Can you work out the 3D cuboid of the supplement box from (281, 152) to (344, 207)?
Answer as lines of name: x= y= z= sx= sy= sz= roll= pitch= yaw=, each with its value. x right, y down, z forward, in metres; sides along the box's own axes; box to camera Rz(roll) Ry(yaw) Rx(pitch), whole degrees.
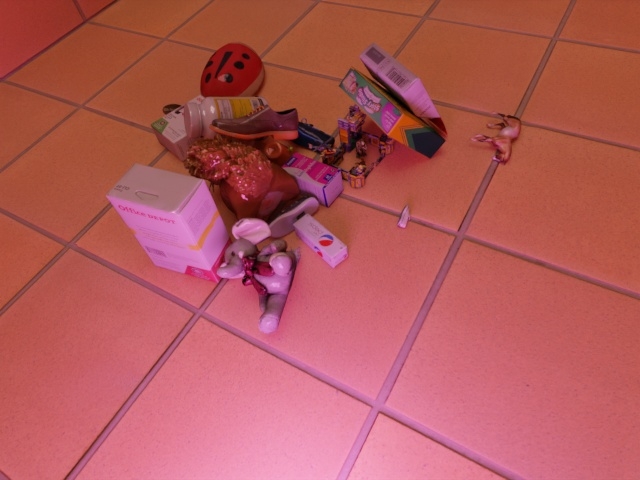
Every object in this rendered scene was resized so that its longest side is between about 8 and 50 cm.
supplement box: x=-0.034 y=-0.237 z=1.804 sx=0.220 sy=0.113 sz=0.111 roll=26 pitch=62 yaw=27

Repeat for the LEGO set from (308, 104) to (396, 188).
LEGO set: x=0.139 y=-0.386 z=1.838 sx=0.255 sy=0.192 sz=0.331 roll=35 pitch=66 yaw=29

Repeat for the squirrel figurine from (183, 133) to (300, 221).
squirrel figurine: x=-0.320 y=-0.259 z=1.678 sx=0.370 sy=0.397 sz=0.281 roll=40 pitch=79 yaw=19

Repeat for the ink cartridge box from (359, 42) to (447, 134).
ink cartridge box: x=0.339 y=-0.578 z=1.869 sx=0.091 sy=0.385 sz=0.308 roll=-42 pitch=54 yaw=9

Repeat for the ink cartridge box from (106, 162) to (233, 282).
ink cartridge box: x=-0.481 y=-0.051 z=1.560 sx=0.280 sy=0.384 sz=0.160 roll=14 pitch=57 yaw=18

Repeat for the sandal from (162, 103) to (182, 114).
sandal: x=-0.662 y=-0.615 z=2.228 sx=0.180 sy=0.049 sz=0.072 roll=-6 pitch=57 yaw=-14

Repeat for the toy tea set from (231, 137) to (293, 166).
toy tea set: x=-0.276 y=-0.329 z=1.934 sx=0.337 sy=0.124 sz=0.199 roll=15 pitch=87 yaw=15

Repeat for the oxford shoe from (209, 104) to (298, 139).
oxford shoe: x=-0.259 y=-0.477 z=1.843 sx=0.364 sy=0.132 sz=0.130 roll=-7 pitch=29 yaw=-28

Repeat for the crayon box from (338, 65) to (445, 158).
crayon box: x=0.281 y=-0.504 z=1.838 sx=0.106 sy=0.313 sz=0.362 roll=-51 pitch=52 yaw=21

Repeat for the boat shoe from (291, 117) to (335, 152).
boat shoe: x=-0.057 y=-0.452 z=1.991 sx=0.258 sy=0.109 sz=0.089 roll=33 pitch=56 yaw=10

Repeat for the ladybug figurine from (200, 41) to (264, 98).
ladybug figurine: x=-0.439 y=-0.817 z=2.268 sx=0.306 sy=0.161 sz=0.448 roll=3 pitch=54 yaw=10

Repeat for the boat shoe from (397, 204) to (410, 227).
boat shoe: x=0.310 y=-0.087 z=1.692 sx=0.035 sy=0.035 sz=0.100 roll=29 pitch=55 yaw=-5

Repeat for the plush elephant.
plush elephant: x=-0.213 y=0.083 z=1.505 sx=0.256 sy=0.271 sz=0.330 roll=14 pitch=27 yaw=3

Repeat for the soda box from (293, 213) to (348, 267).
soda box: x=0.000 y=0.000 z=1.648 sx=0.074 sy=0.069 sz=0.216 roll=-37 pitch=56 yaw=-18

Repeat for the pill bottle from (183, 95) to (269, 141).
pill bottle: x=-0.391 y=-0.508 z=1.953 sx=0.334 sy=0.187 sz=0.187 roll=-8 pitch=49 yaw=-25

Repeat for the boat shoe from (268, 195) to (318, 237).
boat shoe: x=-0.114 y=-0.096 z=1.737 sx=0.229 sy=0.080 sz=0.076 roll=-39 pitch=40 yaw=-16

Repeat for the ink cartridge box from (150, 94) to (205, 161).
ink cartridge box: x=-0.578 y=-0.509 z=2.086 sx=0.278 sy=0.117 sz=0.201 roll=-40 pitch=58 yaw=-21

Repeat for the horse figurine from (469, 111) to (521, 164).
horse figurine: x=0.726 y=-0.431 z=1.863 sx=0.175 sy=0.066 sz=0.263 roll=29 pitch=65 yaw=33
